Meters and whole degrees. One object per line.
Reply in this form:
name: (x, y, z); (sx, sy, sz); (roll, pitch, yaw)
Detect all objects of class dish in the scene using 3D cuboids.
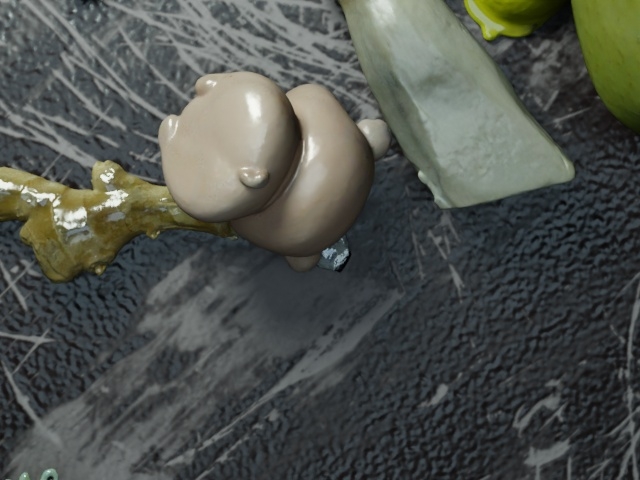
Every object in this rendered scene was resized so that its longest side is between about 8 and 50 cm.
dish: (0.252, -0.340, 1.481); (0.148, 0.080, 0.208); (23, 93, -5)

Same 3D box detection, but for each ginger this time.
ginger: (-0.262, -0.028, 1.491); (0.333, 0.081, 0.148); (-5, 76, -5)

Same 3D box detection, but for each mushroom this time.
mushroom: (0.127, -0.197, 1.463); (0.154, 0.137, 0.407); (-36, 94, 17)

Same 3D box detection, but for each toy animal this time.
toy animal: (-0.056, -0.092, 1.400); (0.229, 0.221, 0.210); (39, 104, 8)

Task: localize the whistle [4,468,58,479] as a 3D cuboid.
whistle: (-0.381, 0.398, 1.517); (0.101, 0.106, 0.253); (26, 94, 11)

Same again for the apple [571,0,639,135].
apple: (0.480, -0.305, 1.319); (0.473, 0.473, 0.474); (0, 96, -3)

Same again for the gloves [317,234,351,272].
gloves: (0.000, 0.000, 1.531); (0.086, 0.026, 0.064); (28, 92, -1)
